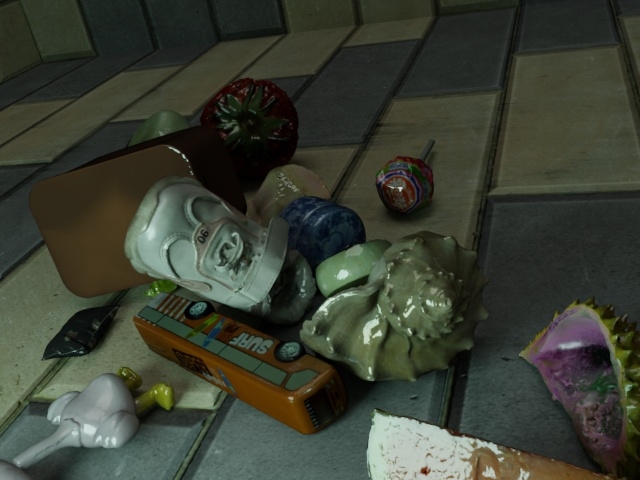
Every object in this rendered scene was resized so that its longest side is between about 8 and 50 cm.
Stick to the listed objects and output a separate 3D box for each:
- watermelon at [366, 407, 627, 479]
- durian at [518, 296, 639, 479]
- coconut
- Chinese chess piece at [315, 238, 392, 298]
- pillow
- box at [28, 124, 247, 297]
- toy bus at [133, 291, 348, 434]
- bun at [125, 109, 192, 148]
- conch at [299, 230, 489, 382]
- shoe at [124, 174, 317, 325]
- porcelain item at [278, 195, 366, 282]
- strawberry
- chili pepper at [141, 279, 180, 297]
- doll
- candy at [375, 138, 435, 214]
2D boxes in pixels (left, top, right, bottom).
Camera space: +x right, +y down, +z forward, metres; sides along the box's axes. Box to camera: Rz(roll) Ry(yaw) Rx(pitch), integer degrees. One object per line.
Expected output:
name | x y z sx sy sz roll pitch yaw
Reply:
watermelon | 0.201 0.276 0.741 0.304 0.159 0.128 7 4 35
durian | 0.359 0.160 0.866 0.154 0.186 0.260 -18 41 2
coconut | -0.065 -0.064 1.437 0.147 0.152 0.147 24 33 -17
Chinese chess piece | 0.062 0.048 1.192 0.144 0.058 0.144 -19 -14 -5
pillow | -0.420 0.162 1.255 0.091 0.048 0.150 1 26 7
box | -0.340 -0.068 1.393 0.340 0.239 0.229 -14 18 16
toy bus | -0.132 0.174 1.081 0.409 0.093 0.092 16 46 42
bun | -0.369 -0.159 1.670 0.283 0.179 0.283 -37 37 35
conch | 0.096 0.115 1.014 0.263 0.324 0.186 -14 73 -17
shoe | -0.141 0.020 1.143 0.198 0.351 0.171 19 83 31
porcelain item | 0.000 0.000 1.287 0.147 0.147 0.114 -30 36 -31
strawberry | -0.178 -0.273 1.768 0.250 0.238 0.288 6 0 -2
chili pepper | -0.272 0.059 1.399 0.049 0.043 0.208 -35 8 34
doll | -0.366 0.288 0.959 0.160 0.094 0.365 12 36 32
candy | 0.211 -0.164 1.562 0.124 0.124 0.365 -1 23 19
